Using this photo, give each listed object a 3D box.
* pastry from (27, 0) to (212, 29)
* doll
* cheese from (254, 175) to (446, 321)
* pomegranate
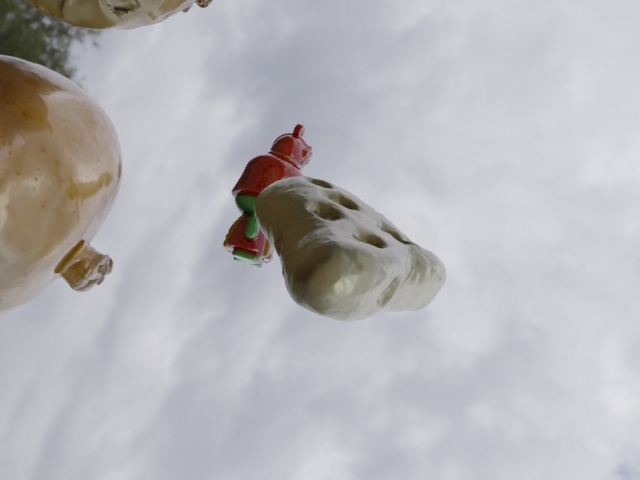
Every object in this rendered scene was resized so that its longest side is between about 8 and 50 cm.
[{"bbox_3d":[-0.263,-0.451,1.340,0.409,0.245,0.410,-4,-113,10],"label":"pastry"},{"bbox_3d":[-0.120,-0.116,2.408,0.363,0.160,0.183,-63,168,-11],"label":"doll"},{"bbox_3d":[0.000,0.000,1.591,0.328,0.351,0.130,36,-73,25],"label":"cheese"},{"bbox_3d":[-0.470,-0.073,1.496,0.411,0.411,0.412,-33,-134,43],"label":"pomegranate"}]
